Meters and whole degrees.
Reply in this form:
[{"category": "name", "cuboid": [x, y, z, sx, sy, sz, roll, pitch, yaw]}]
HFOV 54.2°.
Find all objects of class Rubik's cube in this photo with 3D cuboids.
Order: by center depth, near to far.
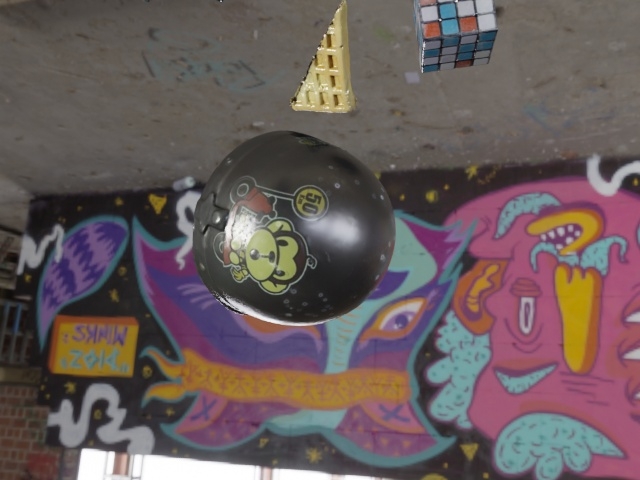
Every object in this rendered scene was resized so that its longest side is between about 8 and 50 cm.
[{"category": "Rubik's cube", "cuboid": [0.170, -0.281, 0.802, 0.092, 0.092, 0.092, -6, 168, 6]}]

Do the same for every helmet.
[{"category": "helmet", "cuboid": [0.000, 0.000, 0.729, 0.279, 0.230, 0.160, 10, -171, -41]}]

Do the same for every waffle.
[{"category": "waffle", "cuboid": [-0.004, -0.238, 0.819, 0.097, 0.023, 0.152, 12, 132, 22]}]

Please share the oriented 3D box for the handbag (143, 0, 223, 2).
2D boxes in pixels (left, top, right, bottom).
[{"category": "handbag", "cuboid": [-0.065, -0.292, 0.349, 0.100, 0.274, 0.269, -1, -174, -16]}]
